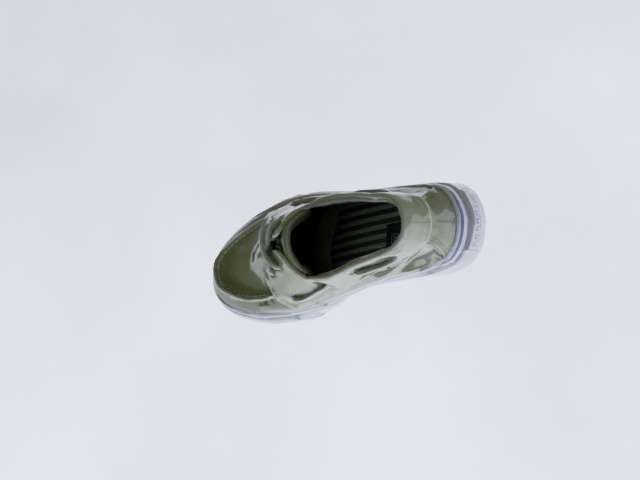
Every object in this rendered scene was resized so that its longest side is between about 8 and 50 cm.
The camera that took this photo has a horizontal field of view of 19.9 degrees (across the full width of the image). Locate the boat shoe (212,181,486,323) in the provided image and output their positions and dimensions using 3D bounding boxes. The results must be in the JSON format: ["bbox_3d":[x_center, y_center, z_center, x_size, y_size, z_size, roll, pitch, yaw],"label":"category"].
[{"bbox_3d":[0.000,0.000,1.506,0.302,0.094,0.109,-18,-110,45],"label":"boat shoe"}]
